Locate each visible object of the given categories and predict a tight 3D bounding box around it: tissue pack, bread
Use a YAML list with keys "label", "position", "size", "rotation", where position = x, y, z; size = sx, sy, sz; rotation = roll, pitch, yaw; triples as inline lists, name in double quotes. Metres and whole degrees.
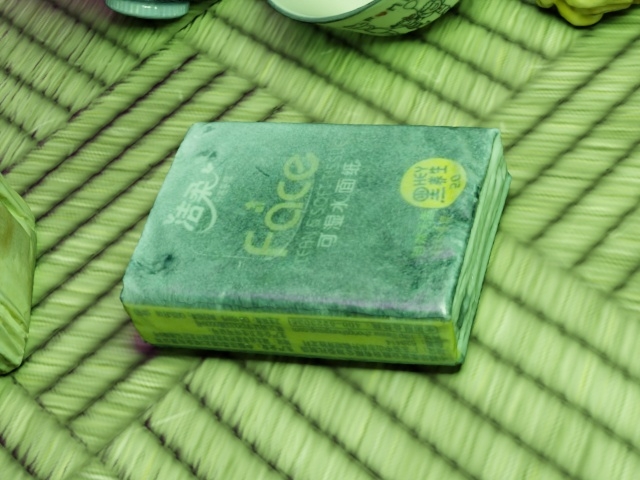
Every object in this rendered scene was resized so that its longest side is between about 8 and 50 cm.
- label: "tissue pack"
  position: [0.000, 0.000, 1.143]
  size: [0.257, 0.081, 0.185]
  rotation: [2, 50, 21]
- label: "bread"
  position: [-0.335, 0.029, 1.226]
  size: [0.192, 0.109, 0.209]
  rotation: [-12, 46, 13]

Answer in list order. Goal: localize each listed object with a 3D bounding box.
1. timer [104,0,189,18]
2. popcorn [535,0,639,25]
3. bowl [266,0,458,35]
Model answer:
- label: "timer"
  position: [-0.125, -0.385, 1.366]
  size: [0.173, 0.395, 0.395]
  rotation: [23, 61, 34]
- label: "popcorn"
  position: [0.225, -0.277, 1.276]
  size: [0.140, 0.163, 0.194]
  rotation: [-23, 75, 26]
- label: "bowl"
  position: [0.063, -0.278, 1.309]
  size: [0.238, 0.126, 0.237]
  rotation: [-15, 67, 37]
